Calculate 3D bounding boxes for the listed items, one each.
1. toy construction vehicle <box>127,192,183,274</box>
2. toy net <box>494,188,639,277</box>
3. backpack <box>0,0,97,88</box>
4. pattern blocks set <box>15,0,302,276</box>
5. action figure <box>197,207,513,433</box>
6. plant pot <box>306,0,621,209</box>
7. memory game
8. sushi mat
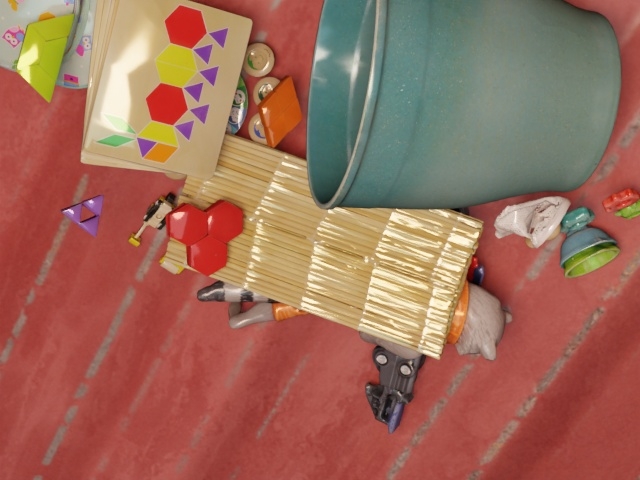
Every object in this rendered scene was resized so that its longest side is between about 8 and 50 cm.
[{"bbox_3d":[-0.167,-0.013,1.295,0.086,0.035,0.098,31,118,-20],"label":"toy construction vehicle"},{"bbox_3d":[0.267,-0.012,1.155,0.122,0.232,0.045,-32,68,29],"label":"toy net"},{"bbox_3d":[-0.281,-0.246,1.141,0.188,0.144,0.166,18,110,-9],"label":"backpack"},{"bbox_3d":[-0.157,-0.151,1.104,0.285,0.026,0.325,22,93,-22],"label":"pattern blocks set"},{"bbox_3d":[0.045,0.086,1.239,0.330,0.178,0.341,10,113,13],"label":"action figure"},{"bbox_3d":[0.139,-0.152,1.078,0.255,0.271,0.271,6,116,-12],"label":"plant pot"},{"bbox_3d":[-0.127,-0.152,1.197,0.186,0.012,0.186,1,94,11],"label":"memory game"},{"bbox_3d":[0.000,0.000,1.157,0.316,0.019,0.151,20,90,9],"label":"sushi mat"}]
